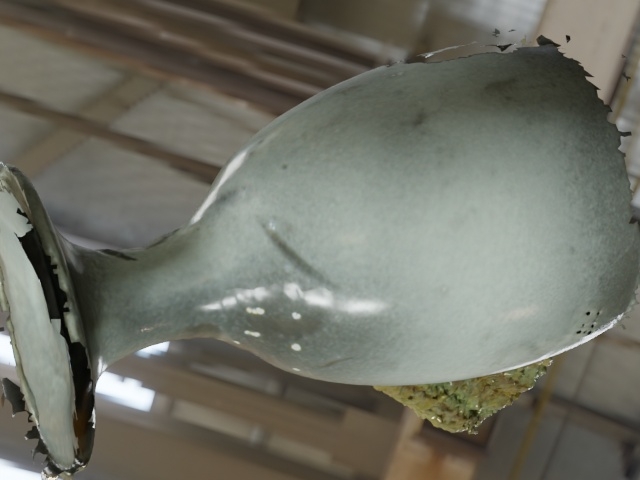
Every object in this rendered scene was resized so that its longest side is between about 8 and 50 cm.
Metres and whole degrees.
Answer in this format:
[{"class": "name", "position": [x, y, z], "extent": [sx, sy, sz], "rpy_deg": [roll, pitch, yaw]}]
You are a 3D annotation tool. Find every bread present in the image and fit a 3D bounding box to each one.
[{"class": "bread", "position": [0.068, 0.051, 1.285], "extent": [0.138, 0.102, 0.196], "rpy_deg": [51, -171, 33]}]

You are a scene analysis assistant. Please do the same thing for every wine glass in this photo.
[{"class": "wine glass", "position": [-0.001, 0.005, 0.999], "extent": [0.357, 0.190, 0.190], "rpy_deg": [-16, -144, -18]}]
